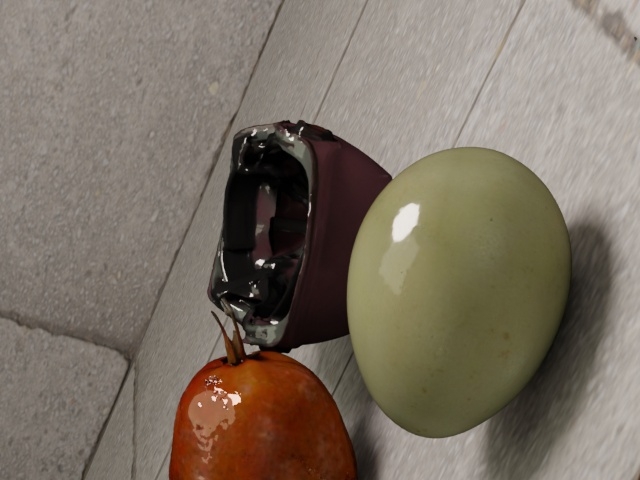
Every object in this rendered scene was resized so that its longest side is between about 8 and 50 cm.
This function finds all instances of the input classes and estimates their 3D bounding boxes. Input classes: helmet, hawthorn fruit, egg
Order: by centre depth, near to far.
[{"bbox_3d":[0.116,0.045,1.154,0.188,0.188,0.254,-148,69,-74],"label":"egg"},{"bbox_3d":[-0.070,0.205,1.460,0.211,0.211,0.299,-137,38,-73],"label":"hawthorn fruit"},{"bbox_3d":[0.000,0.000,1.597,0.338,0.197,0.271,17,98,65],"label":"helmet"}]
